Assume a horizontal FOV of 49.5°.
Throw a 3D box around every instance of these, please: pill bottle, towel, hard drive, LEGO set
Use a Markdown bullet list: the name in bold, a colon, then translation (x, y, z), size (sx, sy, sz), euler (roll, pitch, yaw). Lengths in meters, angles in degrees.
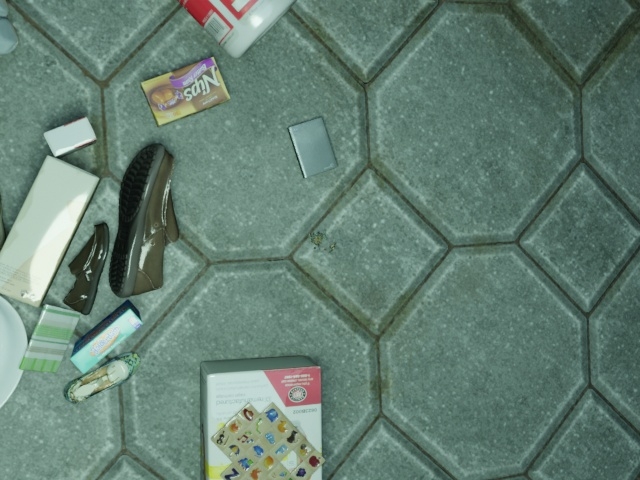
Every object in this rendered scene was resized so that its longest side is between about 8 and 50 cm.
- **pill bottle**: translation (-0.259, -0.641, 1.588), size (0.408, 0.229, 0.229), euler (45, 79, -13)
- **towel**: translation (-0.615, 0.223, 1.575), size (0.023, 0.113, 0.152), euler (18, 83, 27)
- **hard drive**: translation (-0.020, -0.237, 1.777), size (0.094, 0.022, 0.135), euler (-20, 97, -16)
- **LEGO set**: translation (-0.001, 0.003, 1.793), size (0.054, 0.023, 0.083), euler (-43, 116, -9)

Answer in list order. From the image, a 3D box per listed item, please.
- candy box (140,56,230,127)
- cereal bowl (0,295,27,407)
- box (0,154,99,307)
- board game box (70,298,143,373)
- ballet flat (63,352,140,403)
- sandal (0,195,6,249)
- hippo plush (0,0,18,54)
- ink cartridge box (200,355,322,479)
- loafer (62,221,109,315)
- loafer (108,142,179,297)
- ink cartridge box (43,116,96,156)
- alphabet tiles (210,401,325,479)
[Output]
- **candy box**: translation (-0.323, -0.356, 1.667), size (0.186, 0.053, 0.109), euler (-23, 98, -14)
- **cereal bowl**: translation (-0.807, 0.240, 1.454), size (0.339, 0.141, 0.339), euler (-16, 111, -47)
- **box**: translation (-0.611, -0.022, 1.542), size (0.121, 0.148, 0.311), euler (25, 86, -16)
- **board game box**: translation (-0.477, 0.209, 1.553), size (0.160, 0.210, 0.047), euler (-41, 102, -13)
- **ballet flat**: translation (-0.507, 0.326, 1.624), size (0.188, 0.070, 0.070), euler (-30, 100, -14)
- **sandal**: translation (-0.746, -0.075, 1.514), size (0.089, 0.060, 0.219), euler (-15, 71, -13)
- **hippo plush**: translation (-0.809, -0.438, 1.469), size (0.236, 0.234, 0.294), euler (-15, 80, 14)
- **ink cartridge box**: translation (-0.145, 0.490, 1.686), size (0.279, 0.160, 0.385), euler (-1, 92, -17)
- **loafer**: translation (-0.540, 0.061, 1.597), size (0.078, 0.080, 0.220), euler (15, 87, -17)
- **loafer**: translation (-0.399, -0.045, 1.629), size (0.130, 0.133, 0.366), euler (9, 99, -40)
- **ink cartridge box**: translation (-0.559, -0.229, 1.557), size (0.099, 0.135, 0.056), euler (-26, 102, -14)
- **alphabet tiles**: translation (-0.133, 0.498, 1.601), size (0.198, 0.009, 0.237), euler (-42, 102, -12)
